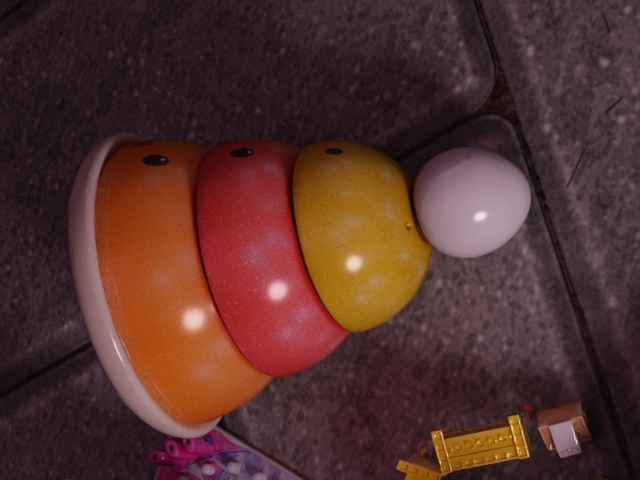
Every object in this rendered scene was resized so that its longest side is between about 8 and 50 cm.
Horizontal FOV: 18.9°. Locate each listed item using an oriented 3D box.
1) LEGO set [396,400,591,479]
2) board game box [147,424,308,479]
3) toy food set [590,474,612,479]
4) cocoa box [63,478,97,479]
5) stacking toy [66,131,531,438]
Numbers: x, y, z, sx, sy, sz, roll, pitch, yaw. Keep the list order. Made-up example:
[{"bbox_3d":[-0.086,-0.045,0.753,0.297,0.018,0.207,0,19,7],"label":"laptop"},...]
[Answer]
[{"bbox_3d":[0.155,0.239,2.004,0.132,0.107,0.287,40,107,0],"label":"LEGO set"},{"bbox_3d":[-0.110,0.443,2.201,0.390,0.050,0.390,27,100,40],"label":"board game box"},{"bbox_3d":[0.283,0.278,1.915,0.083,0.020,0.082,45,111,36],"label":"toy food set"},{"bbox_3d":[-0.240,0.467,2.120,0.347,0.231,0.228,-54,54,20],"label":"cocoa box"},{"bbox_3d":[0.000,0.000,2.078,0.480,0.350,0.351,-15,72,18],"label":"stacking toy"}]
